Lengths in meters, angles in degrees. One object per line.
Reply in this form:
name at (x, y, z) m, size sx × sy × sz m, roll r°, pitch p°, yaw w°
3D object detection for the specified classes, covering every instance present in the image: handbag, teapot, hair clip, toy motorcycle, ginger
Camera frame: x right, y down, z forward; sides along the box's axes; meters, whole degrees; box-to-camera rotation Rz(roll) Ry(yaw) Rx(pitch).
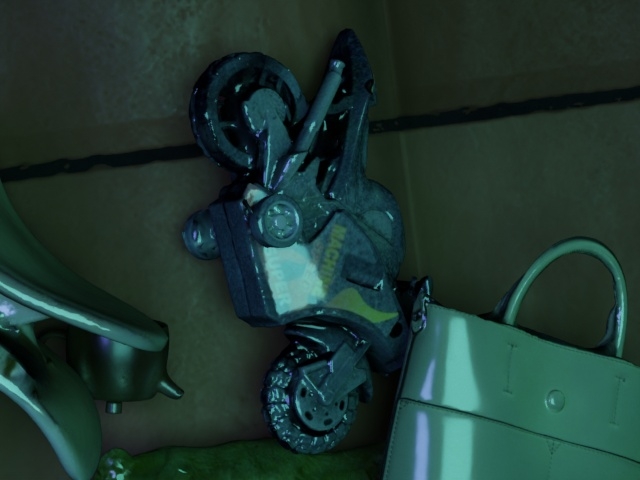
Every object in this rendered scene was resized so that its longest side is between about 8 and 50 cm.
handbag at (0.151, 0.150, 1.389) m, size 0.241 × 0.109 × 0.315 m, roll 18°, pitch 80°, yaw -27°
teapot at (-0.158, 0.093, 1.355) m, size 0.121 × 0.076 × 0.068 m, roll 5°, pitch 95°, yaw 11°
hair clip at (-0.218, 0.027, 1.265) m, size 0.113 × 0.172 × 0.282 m, roll -44°, pitch 86°, yaw 7°
toy motorcycle at (0.000, 0.000, 1.382) m, size 0.173 × 0.108 × 0.307 m, roll -14°, pitch 93°, yaw -33°
ginger at (-0.059, 0.215, 1.383) m, size 0.290 × 0.089 × 0.137 m, roll 6°, pitch 117°, yaw -23°
